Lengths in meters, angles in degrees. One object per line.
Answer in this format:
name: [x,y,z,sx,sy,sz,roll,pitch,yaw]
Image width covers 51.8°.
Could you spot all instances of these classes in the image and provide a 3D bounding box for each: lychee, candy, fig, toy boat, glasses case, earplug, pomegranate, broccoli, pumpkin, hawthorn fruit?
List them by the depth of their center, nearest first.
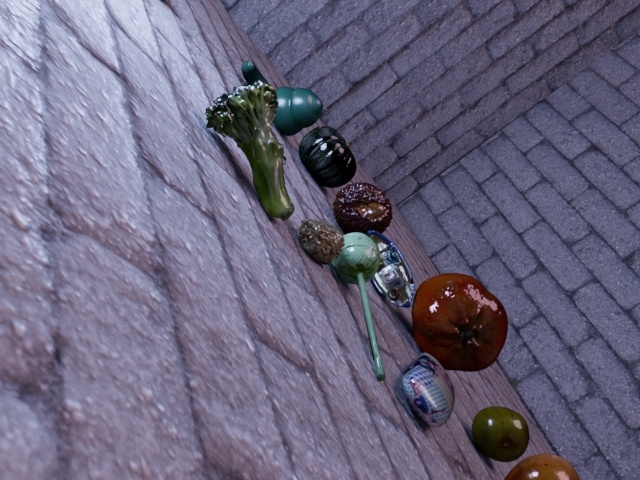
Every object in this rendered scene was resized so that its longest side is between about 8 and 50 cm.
broccoli: [-0.131,-0.184,1.394,0.303,0.165,0.145,68,-18,8]
candy: [0.101,0.139,1.462,0.119,0.119,0.439,46,21,-33]
glasses case: [0.243,0.327,1.468,0.125,0.076,0.327,54,11,8]
candy: [0.000,0.000,1.487,0.110,0.085,0.095,29,16,-40]
pomegranate: [0.520,0.591,1.529,0.191,0.191,0.191,51,11,-14]
fig: [0.474,0.496,1.731,0.186,0.142,0.147,-44,125,-66]
toy boat: [0.194,0.078,1.901,0.262,0.114,0.115,66,5,36]
hawthorn fruit: [0.391,0.225,1.921,0.287,0.287,0.330,51,6,-10]
lychee: [0.131,-0.088,2.040,0.188,0.188,0.188,51,11,-14]
earplug: [-0.121,-0.479,2.210,0.164,0.280,0.257,-32,122,-59]
pumpkin: [0.026,-0.279,2.212,0.220,0.162,0.220,53,14,-20]
